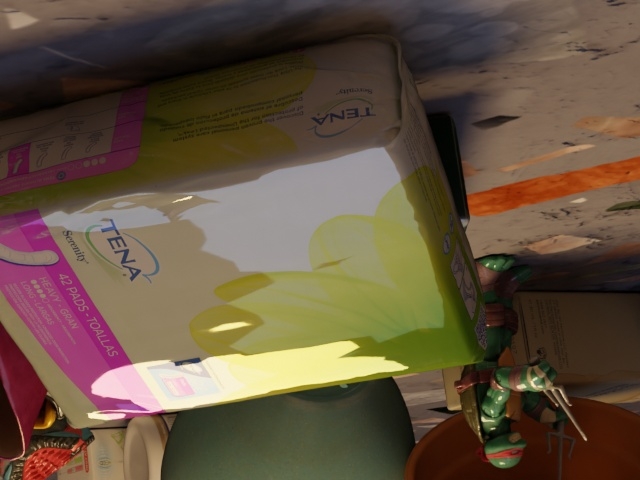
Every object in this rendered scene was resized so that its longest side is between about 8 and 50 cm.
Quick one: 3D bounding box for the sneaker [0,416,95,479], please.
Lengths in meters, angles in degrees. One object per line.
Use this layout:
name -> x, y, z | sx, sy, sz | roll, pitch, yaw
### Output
sneaker -> -0.343, 0.217, 1.864 | 0.104, 0.125, 0.262 | -40, 178, -6

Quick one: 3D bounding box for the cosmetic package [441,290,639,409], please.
cosmetic package -> 0.307, 0.131, 1.928 | 0.309, 0.113, 0.160 | 3, 163, -34

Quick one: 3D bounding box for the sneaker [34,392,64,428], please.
sneaker -> -0.306, 0.159, 1.733 | 0.088, 0.092, 0.225 | -12, 168, 11

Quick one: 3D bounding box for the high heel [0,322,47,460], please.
high heel -> -0.280, 0.044, 1.069 | 0.127, 0.181, 0.377 | -13, 166, 20

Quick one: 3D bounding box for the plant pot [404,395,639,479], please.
plant pot -> 0.241, 0.326, 1.744 | 0.291, 0.203, 0.291 | -4, -155, 2

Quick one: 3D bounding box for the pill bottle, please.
pill bottle -> -0.144, 0.321, 2.376 | 0.265, 0.153, 0.153 | -1, 165, -24

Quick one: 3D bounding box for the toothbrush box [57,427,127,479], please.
toothbrush box -> -0.255, 0.398, 2.522 | 0.283, 0.206, 0.122 | 3, 163, -36

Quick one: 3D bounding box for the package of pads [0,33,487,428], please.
package of pads -> -0.063, 0.000, 1.012 | 0.297, 0.101, 0.229 | -11, 136, 12

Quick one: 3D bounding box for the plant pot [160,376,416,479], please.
plant pot -> -0.021, 0.200, 1.777 | 0.290, 0.290, 0.195 | -3, 130, -18

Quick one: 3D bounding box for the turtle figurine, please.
turtle figurine -> 0.192, 0.139, 1.625 | 0.118, 0.234, 0.175 | -9, 167, 3

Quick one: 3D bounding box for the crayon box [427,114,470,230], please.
crayon box -> 0.000, 0.000, 1.262 | 0.203, 0.083, 0.323 | -7, 167, -1
